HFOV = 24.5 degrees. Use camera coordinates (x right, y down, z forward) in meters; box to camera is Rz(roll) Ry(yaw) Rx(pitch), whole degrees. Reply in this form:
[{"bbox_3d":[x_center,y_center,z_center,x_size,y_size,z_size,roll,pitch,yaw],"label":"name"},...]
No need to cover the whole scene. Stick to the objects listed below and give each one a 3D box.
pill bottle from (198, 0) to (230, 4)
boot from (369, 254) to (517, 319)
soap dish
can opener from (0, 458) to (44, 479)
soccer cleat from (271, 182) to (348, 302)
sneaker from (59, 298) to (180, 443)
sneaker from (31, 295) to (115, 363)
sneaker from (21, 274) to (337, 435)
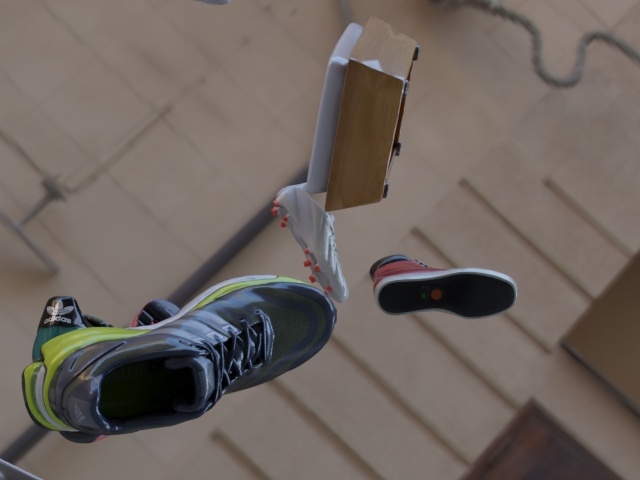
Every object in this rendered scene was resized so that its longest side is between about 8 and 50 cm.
[{"bbox_3d":[-0.180,-0.484,2.482,0.087,0.160,0.087,11,-2,0],"label":"pill bottle"},{"bbox_3d":[0.209,0.068,2.531,0.176,0.244,0.088,-96,-172,-74],"label":"boot"},{"bbox_3d":[0.066,-0.189,2.175,0.118,0.291,0.229,11,-68,4],"label":"soap dish"},{"bbox_3d":[-0.284,0.309,1.585,0.283,0.076,0.095,22,-18,20],"label":"can opener"},{"bbox_3d":[0.000,0.000,2.204,0.196,0.076,0.068,60,-18,11],"label":"soccer cleat"},{"bbox_3d":[-0.317,0.228,2.313,0.116,0.314,0.136,43,-47,-2],"label":"sneaker"},{"bbox_3d":[-0.285,0.159,1.842,0.108,0.121,0.302,-1,-21,4],"label":"sneaker"},{"bbox_3d":[-0.108,0.114,1.323,0.121,0.300,0.111,18,-57,58],"label":"sneaker"}]
